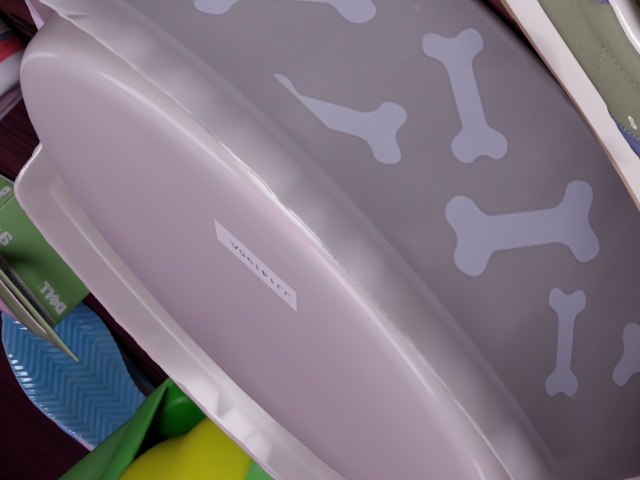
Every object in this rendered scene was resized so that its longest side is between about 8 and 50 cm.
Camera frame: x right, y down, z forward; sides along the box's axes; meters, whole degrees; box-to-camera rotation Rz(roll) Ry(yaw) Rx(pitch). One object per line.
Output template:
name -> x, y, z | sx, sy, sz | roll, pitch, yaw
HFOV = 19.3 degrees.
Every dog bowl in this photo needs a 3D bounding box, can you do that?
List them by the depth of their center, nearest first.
dog bowl -> 0.000, 0.000, 0.700 | 0.349, 0.102, 0.349 | 41, 164, 15

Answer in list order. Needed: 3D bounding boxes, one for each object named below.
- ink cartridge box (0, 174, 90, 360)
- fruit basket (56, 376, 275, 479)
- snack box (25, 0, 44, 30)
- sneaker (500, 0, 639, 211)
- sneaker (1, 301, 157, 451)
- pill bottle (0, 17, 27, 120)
ink cartridge box -> -0.237, 0.003, 1.398 | 0.209, 0.062, 0.109 | 26, 155, 51
fruit basket -> -0.078, 0.258, 1.256 | 0.283, 0.392, 0.392 | 52, 163, -21
snack box -> -0.102, -0.068, 0.941 | 0.064, 0.022, 0.178 | 37, 162, 25
sneaker -> 0.110, -0.022, 0.420 | 0.192, 0.064, 0.086 | 50, 169, -5
sneaker -> -0.176, 0.133, 1.528 | 0.229, 0.087, 0.092 | 48, 167, -1
pill bottle -> -0.250, -0.124, 1.026 | 0.180, 0.108, 0.108 | 47, 165, -3
